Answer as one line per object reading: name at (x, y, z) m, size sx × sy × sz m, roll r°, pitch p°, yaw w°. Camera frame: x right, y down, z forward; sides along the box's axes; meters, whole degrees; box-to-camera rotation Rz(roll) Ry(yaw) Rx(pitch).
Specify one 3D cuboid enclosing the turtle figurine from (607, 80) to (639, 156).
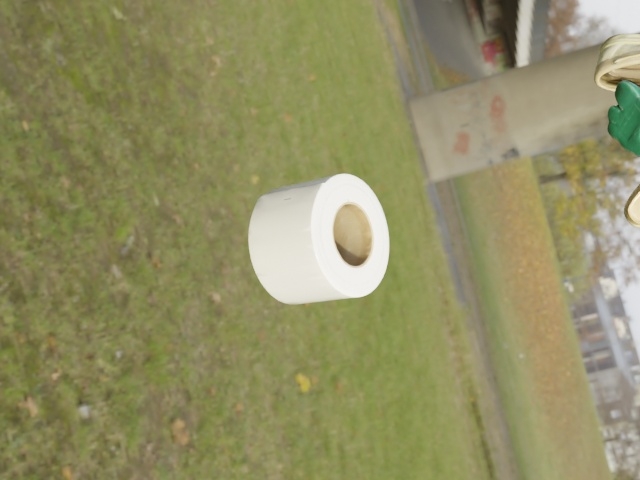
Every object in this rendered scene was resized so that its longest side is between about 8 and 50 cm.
turtle figurine at (0.319, -0.109, 0.672) m, size 0.118 × 0.234 × 0.175 m, roll 45°, pitch -50°, yaw 48°

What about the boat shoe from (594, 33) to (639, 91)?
boat shoe at (0.602, -0.276, 1.581) m, size 0.109 × 0.302 × 0.098 m, roll 74°, pitch 32°, yaw -42°

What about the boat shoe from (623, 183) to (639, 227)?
boat shoe at (0.479, -0.081, 1.301) m, size 0.063 × 0.170 × 0.059 m, roll 52°, pitch 15°, yaw 13°

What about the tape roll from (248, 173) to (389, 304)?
tape roll at (0.000, 0.000, 1.927) m, size 0.246 × 0.169 × 0.246 m, roll 12°, pitch 74°, yaw -49°
